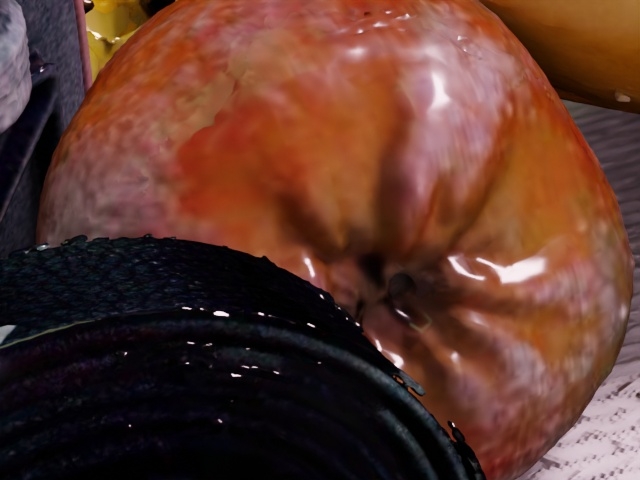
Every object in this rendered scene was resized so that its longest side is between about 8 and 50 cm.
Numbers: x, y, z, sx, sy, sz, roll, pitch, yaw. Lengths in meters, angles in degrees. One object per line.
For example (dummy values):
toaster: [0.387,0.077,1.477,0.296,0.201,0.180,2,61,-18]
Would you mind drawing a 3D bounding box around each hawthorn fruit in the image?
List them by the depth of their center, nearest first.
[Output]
hawthorn fruit: [0.000,0.000,0.545,0.173,0.173,0.173,-19,21,8]

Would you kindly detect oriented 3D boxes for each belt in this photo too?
belt: [-0.062,0.082,0.419,0.198,0.151,0.078,-27,22,-9]

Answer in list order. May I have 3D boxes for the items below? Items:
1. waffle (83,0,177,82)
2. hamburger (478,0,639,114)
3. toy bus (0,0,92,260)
waffle: [-0.148,-0.088,0.876,0.329,0.062,0.329,-5,9,1]
hamburger: [0.145,-0.128,0.645,0.314,0.170,0.290,-4,12,-14]
toy bus: [-0.250,0.056,0.510,0.233,0.203,0.427,20,40,24]
